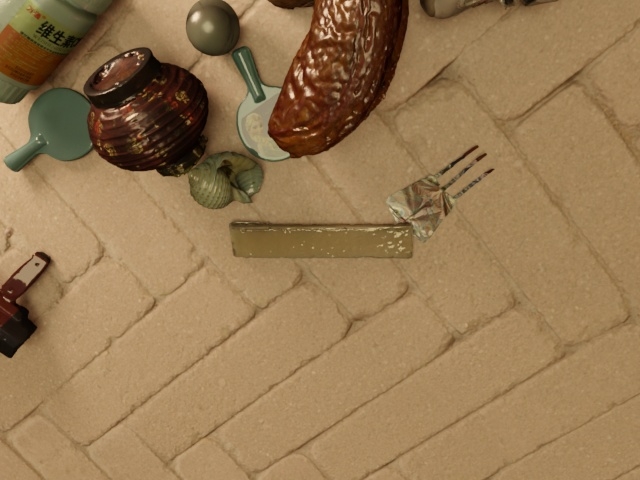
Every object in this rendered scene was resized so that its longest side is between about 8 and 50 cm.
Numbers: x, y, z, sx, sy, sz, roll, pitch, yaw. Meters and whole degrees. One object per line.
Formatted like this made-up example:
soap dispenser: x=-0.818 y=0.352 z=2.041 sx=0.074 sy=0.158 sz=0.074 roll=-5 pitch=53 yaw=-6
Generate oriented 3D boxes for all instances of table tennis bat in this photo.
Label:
table tennis bat: x=-0.115 y=-0.276 z=1.002 sx=0.149 sy=0.038 sz=0.237 roll=-20 pitch=106 yaw=12
table tennis bat: x=-0.593 y=-0.228 z=1.072 sx=0.244 sy=0.040 sz=0.153 roll=-32 pitch=99 yaw=10

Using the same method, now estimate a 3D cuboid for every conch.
conch: x=-0.201 y=-0.130 z=1.012 sx=0.102 sy=0.153 sz=0.135 roll=47 pitch=118 yaw=19

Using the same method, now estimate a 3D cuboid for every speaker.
speaker: x=-0.806 y=0.099 z=1.165 sx=0.329 sy=0.198 sz=0.259 roll=40 pitch=67 yaw=-20

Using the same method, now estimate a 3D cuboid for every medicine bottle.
medicine bottle: x=-0.557 y=-0.420 z=0.948 sx=0.318 sy=0.158 sz=0.158 roll=-38 pitch=98 yaw=15

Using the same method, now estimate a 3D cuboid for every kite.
kite: x=0.255 y=-0.098 z=1.021 sx=0.229 sy=0.016 sz=0.127 roll=-37 pitch=102 yaw=18

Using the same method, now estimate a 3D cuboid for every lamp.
lamp: x=-0.206 y=-0.407 z=0.938 sx=0.105 sy=0.105 sz=0.105 roll=2 pitch=106 yaw=6
lamp: x=-0.326 y=-0.235 z=0.945 sx=0.247 sy=0.247 sz=0.247 roll=2 pitch=106 yaw=6

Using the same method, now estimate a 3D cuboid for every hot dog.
hot dog: x=0.047 y=-0.313 z=0.844 sx=0.174 sy=0.267 sz=0.387 roll=27 pitch=119 yaw=0

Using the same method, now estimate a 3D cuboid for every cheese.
cheese: x=0.000 y=0.002 z=1.066 sx=0.400 sy=0.034 sz=0.085 roll=2 pitch=111 yaw=7

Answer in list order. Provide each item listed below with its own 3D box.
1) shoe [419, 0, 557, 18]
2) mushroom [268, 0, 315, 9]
shoe: x=0.341 y=-0.481 z=0.816 sx=0.351 sy=0.172 sz=0.198 roll=-40 pitch=101 yaw=17
mushroom: x=0.006 y=-0.521 z=0.854 sx=0.286 sy=0.151 sz=0.156 roll=-34 pitch=101 yaw=15
